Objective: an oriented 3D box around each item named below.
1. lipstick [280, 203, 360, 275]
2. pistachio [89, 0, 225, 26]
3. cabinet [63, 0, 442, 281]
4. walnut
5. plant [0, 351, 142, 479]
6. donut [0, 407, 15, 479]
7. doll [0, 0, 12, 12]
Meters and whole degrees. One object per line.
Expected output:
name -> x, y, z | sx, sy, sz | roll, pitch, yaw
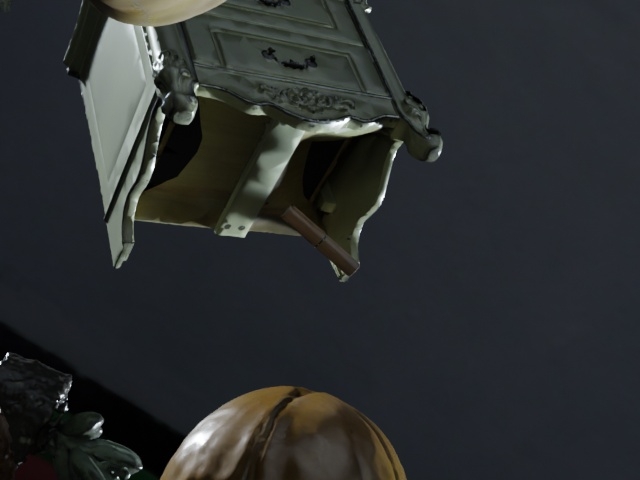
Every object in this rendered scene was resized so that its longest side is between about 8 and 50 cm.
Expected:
lipstick -> 0.000, 0.000, 1.040 | 0.094, 0.019, 0.019 | 42, -173, -8
pistachio -> -0.087, -0.246, 0.633 | 0.153, 0.238, 0.138 | 6, -158, -33
cabinet -> -0.083, -0.150, 1.073 | 0.289, 0.227, 0.318 | 6, -135, -29
walnut -> -0.027, 0.193, 0.635 | 0.167, 0.207, 0.167 | 14, 166, 3
plant -> -0.391, 0.285, 1.537 | 0.274, 0.149, 0.146 | 33, -150, 4
donut -> -0.309, 0.200, 0.683 | 0.103, 0.270, 0.269 | 9, 180, 19
doll -> -0.329, -0.299, 0.997 | 0.057, 0.114, 0.227 | 8, 159, 1
